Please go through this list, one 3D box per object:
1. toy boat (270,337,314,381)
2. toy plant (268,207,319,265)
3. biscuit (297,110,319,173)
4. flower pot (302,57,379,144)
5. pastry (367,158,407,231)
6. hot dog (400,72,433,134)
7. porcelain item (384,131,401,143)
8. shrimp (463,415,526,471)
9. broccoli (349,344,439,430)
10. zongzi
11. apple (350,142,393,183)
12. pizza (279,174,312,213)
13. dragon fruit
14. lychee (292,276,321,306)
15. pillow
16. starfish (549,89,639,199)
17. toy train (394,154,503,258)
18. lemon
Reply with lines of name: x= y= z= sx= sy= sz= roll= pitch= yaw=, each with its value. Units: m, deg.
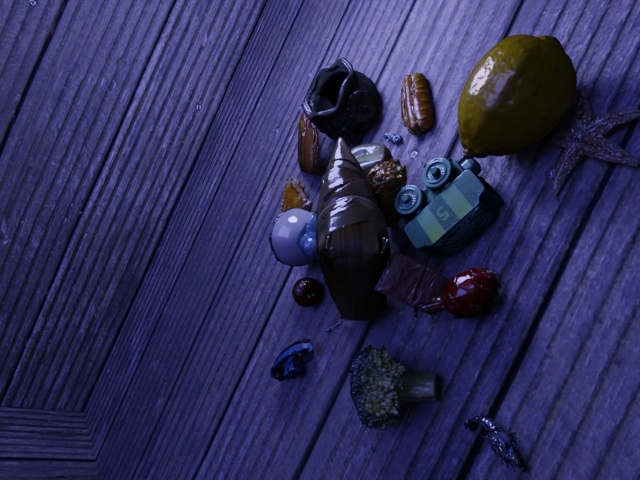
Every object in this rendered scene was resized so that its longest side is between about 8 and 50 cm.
toy boat: x=-0.098 y=0.439 z=1.640 sx=0.223 sy=0.100 sz=0.097 roll=-45 pitch=34 yaw=28
toy plant: x=0.000 y=0.000 z=1.656 sx=0.332 sy=0.247 sz=0.247 roll=6 pitch=77 yaw=48
biscuit: x=-0.059 y=-0.420 z=1.948 sx=0.277 sy=0.052 sz=0.262 roll=-132 pitch=43 yaw=-69
flower pot: x=0.089 y=-0.545 z=1.825 sx=0.301 sy=0.213 sz=0.302 roll=-26 pitch=52 yaw=40
pastry: x=0.210 y=-0.132 z=1.465 sx=0.154 sy=0.250 sz=0.102 roll=-37 pitch=52 yaw=-27
hot dog: x=0.335 y=-0.490 z=1.626 sx=0.115 sy=0.072 sz=0.269 roll=-36 pitch=47 yaw=44
porcelain item: x=0.268 y=-0.377 z=1.679 sx=0.083 sy=0.028 sz=0.036 roll=35 pitch=96 yaw=50
shrimp: x=0.406 y=0.458 z=1.057 sx=0.174 sy=0.082 sz=0.076 roll=35 pitch=104 yaw=59
broccoli: x=0.202 y=0.387 z=1.263 sx=0.243 sy=0.247 sz=0.263 roll=-2 pitch=111 yaw=18
zongzi: x=0.113 y=-0.004 z=1.467 sx=0.218 sy=0.500 sz=0.467 roll=-2 pitch=52 yaw=7
apple: x=0.171 y=-0.243 z=1.615 sx=0.188 sy=0.174 sz=0.207 roll=-3 pitch=66 yaw=28
pizza: x=-0.112 y=-0.174 z=1.993 sx=0.189 sy=0.071 sz=0.297 roll=-63 pitch=33 yaw=25
dragon fruit: x=0.357 y=0.152 z=1.210 sx=0.246 sy=0.125 sz=0.125 roll=-22 pitch=86 yaw=20
lychee: x=-0.051 y=0.190 z=1.704 sx=0.114 sy=0.114 sz=0.146 roll=-63 pitch=21 yaw=5
pillow: x=0.263 y=0.124 z=1.270 sx=0.126 sy=0.232 sz=0.043 roll=-61 pitch=27 yaw=5
starfish: x=0.666 y=-0.237 z=1.125 sx=0.231 sy=0.048 sz=0.295 roll=17 pitch=86 yaw=52
toy train: x=0.359 y=-0.098 z=1.329 sx=0.299 sy=0.167 sz=0.238 roll=-47 pitch=48 yaw=24
lemon: x=0.509 y=-0.372 z=1.204 sx=0.285 sy=0.285 sz=0.316 roll=4 pitch=75 yaw=50
